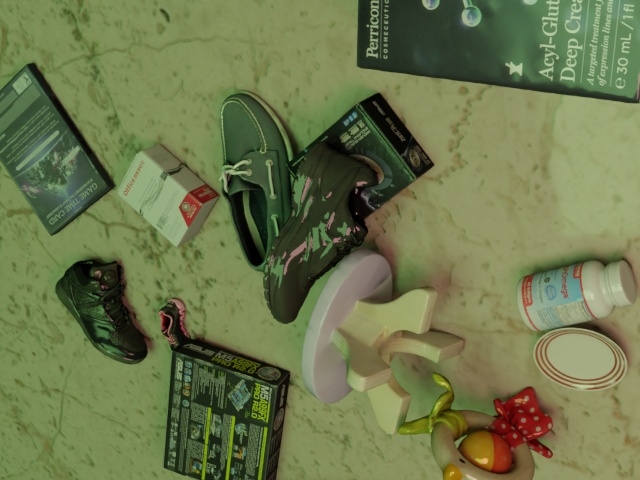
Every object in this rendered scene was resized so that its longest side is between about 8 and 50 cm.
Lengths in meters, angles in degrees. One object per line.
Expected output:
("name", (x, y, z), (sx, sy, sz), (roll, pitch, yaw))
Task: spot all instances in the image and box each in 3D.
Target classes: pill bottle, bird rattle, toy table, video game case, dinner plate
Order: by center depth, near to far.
("pill bottle", (0.377, 0.078, 1.624), (0.160, 0.087, 0.087), (-17, 100, 32))
("dinner plate", (0.395, 0.178, 1.674), (0.141, 0.017, 0.141), (13, 135, 14))
("bird rattle", (0.248, 0.317, 1.687), (0.253, 0.207, 0.143), (22, 122, -18))
("toy table", (0.092, 0.166, 1.746), (0.161, 0.252, 0.274), (30, 130, 36))
("video game case", (-0.525, -0.168, 2.074), (0.196, 0.026, 0.274), (-33, 92, 34))

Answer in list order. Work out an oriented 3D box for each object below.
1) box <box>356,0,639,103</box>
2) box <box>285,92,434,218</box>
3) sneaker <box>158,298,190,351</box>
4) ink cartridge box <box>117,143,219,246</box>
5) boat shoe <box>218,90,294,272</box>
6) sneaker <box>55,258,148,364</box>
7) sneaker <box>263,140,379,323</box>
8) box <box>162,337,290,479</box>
("box", (0.267, -0.365, 1.439), (0.395, 0.212, 0.293), (11, 115, 26))
("box", (0.060, -0.117, 1.732), (0.180, 0.077, 0.147), (-37, 89, 34))
("sneaker", (-0.277, 0.171, 2.047), (0.047, 0.057, 0.119), (0, 110, 28))
("ink cartridge box", (-0.269, -0.081, 1.940), (0.150, 0.063, 0.109), (41, 124, 10))
("boat shoe", (-0.108, -0.095, 1.788), (0.116, 0.099, 0.319), (-22, 80, 37))
("sneaker", (-0.399, 0.127, 2.080), (0.227, 0.087, 0.130), (50, 131, 10))
("sneaker", (0.000, 0.000, 1.672), (0.130, 0.109, 0.286), (21, 102, 12))
("box", (-0.178, 0.336, 2.043), (0.216, 0.060, 0.270), (16, 116, 17))
